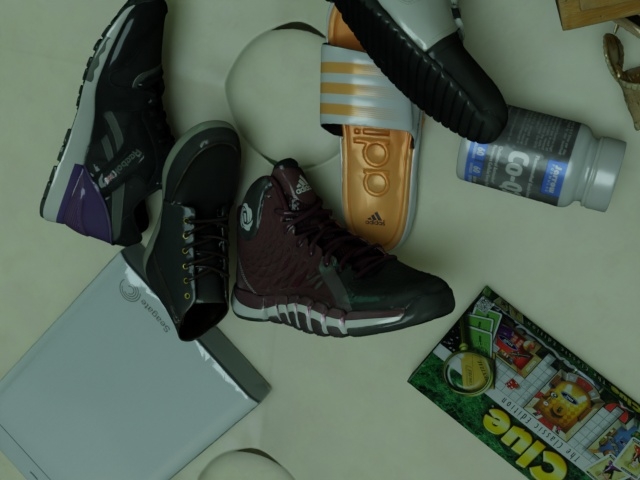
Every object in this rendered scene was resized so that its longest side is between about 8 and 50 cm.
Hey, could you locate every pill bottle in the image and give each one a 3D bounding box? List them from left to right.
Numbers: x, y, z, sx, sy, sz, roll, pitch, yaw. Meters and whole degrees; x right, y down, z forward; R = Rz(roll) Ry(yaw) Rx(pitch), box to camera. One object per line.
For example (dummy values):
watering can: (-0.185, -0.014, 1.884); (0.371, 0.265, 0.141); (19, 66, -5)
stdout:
pill bottle: (0.198, -0.075, 0.821); (0.137, 0.078, 0.078); (17, 113, 15)

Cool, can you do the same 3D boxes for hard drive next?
hard drive: (-0.254, 0.197, 1.106); (0.233, 0.047, 0.353); (48, 117, 1)

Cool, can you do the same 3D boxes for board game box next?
board game box: (0.229, 0.176, 0.923); (0.259, 0.030, 0.136); (38, 119, 6)

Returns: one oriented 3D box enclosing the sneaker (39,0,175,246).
sneaker: (-0.190, -0.120, 0.959); (0.124, 0.107, 0.283); (25, 120, -5)

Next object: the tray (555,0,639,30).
tray: (0.355, -0.289, 0.612); (0.410, 0.076, 0.203); (-11, 129, 14)

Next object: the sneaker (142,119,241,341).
sneaker: (-0.115, -0.007, 0.933); (0.118, 0.083, 0.222); (58, 139, 39)

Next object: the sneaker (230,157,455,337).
sneaker: (0.000, 0.000, 0.876); (0.281, 0.106, 0.163); (0, 100, 45)

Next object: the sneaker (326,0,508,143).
sneaker: (0.075, -0.237, 0.774); (0.146, 0.122, 0.330); (-37, 84, -5)

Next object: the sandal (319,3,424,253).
sandal: (0.050, -0.105, 0.868); (0.102, 0.076, 0.265); (2, 108, 20)

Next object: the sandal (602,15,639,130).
sandal: (0.299, -0.118, 0.764); (0.240, 0.088, 0.079); (31, 117, 2)
